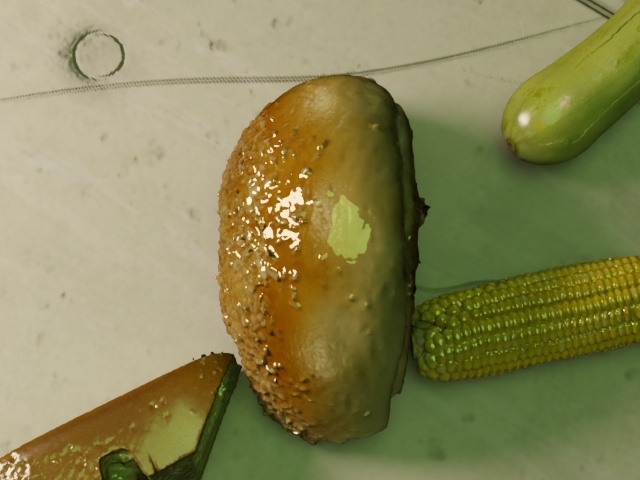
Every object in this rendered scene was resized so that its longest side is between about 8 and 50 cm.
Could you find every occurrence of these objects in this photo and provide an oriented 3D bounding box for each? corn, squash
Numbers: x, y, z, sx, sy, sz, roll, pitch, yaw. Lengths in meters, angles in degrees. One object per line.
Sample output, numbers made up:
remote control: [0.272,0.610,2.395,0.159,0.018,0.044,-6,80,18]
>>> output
corn: [0.197,0.064,1.358,0.248,0.081,0.081,-12,76,-6]
squash: [0.259,-0.158,1.423,0.083,0.083,0.250,45,74,7]

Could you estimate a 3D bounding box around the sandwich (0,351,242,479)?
sandwich: [-0.160,0.176,1.296,0.244,0.090,0.088,-24,76,-10]

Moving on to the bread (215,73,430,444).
bread: [0.000,0.002,1.301,0.171,0.192,0.314,2,75,-5]
